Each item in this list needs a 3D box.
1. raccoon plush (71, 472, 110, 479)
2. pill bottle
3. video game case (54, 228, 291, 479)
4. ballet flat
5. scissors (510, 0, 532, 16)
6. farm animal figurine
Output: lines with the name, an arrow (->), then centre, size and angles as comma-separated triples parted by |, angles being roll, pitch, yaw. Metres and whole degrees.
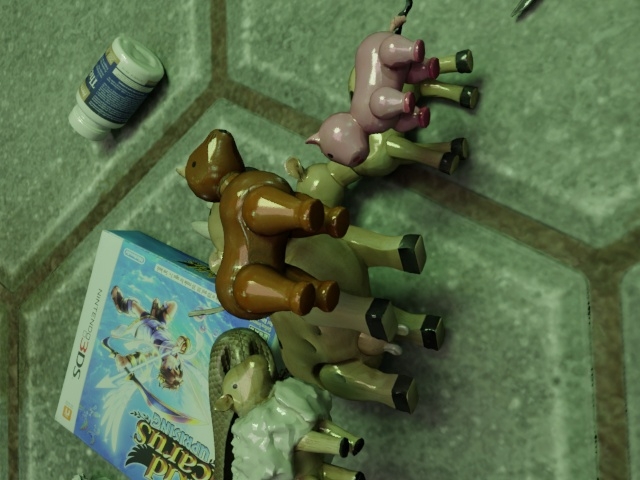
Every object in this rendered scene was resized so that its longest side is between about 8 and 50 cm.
raccoon plush -> -0.387, 0.502, 0.703 | 0.216, 0.299, 0.446 | -6, 85, 32
pill bottle -> -0.246, -0.176, 0.778 | 0.120, 0.067, 0.067 | -43, 67, 23
video game case -> -0.164, 0.144, 0.718 | 0.269, 0.061, 0.244 | 22, 101, 31
ballet flat -> -0.059, 0.201, 0.605 | 0.058, 0.084, 0.250 | -145, 48, -66
scissors -> 0.249, -0.307, 0.503 | 0.297, 0.021, 0.109 | -36, 72, 27
farm animal figurine -> 0.000, 0.000, 0.534 | 0.172, 0.330, 0.327 | 8, 121, 30
